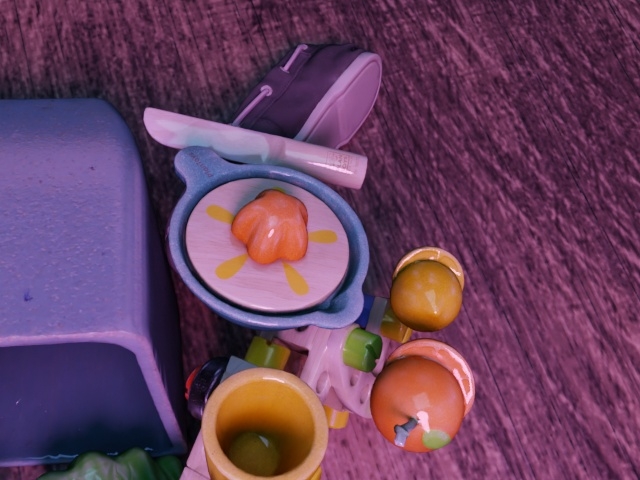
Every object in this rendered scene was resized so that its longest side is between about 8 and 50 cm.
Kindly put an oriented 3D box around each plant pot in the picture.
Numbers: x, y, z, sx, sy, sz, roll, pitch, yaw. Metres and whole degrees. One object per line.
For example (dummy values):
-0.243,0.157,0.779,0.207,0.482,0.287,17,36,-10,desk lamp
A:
-0.239,0.023,0.541,0.247,0.247,0.252,-2,56,-5,plant pot

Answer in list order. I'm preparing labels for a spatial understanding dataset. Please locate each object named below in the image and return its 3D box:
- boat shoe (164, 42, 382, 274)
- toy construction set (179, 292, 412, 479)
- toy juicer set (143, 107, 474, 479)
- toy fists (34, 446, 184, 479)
-0.054,-0.089,0.650,0.095,0.112,0.335,22,52,23,boat shoe
-0.025,0.181,0.522,0.151,0.215,0.328,1,72,24,toy construction set
0.000,0.000,0.462,0.209,0.090,0.329,-5,54,-19,toy juicer set
-0.223,0.250,0.497,0.279,0.096,0.142,-15,83,-27,toy fists
